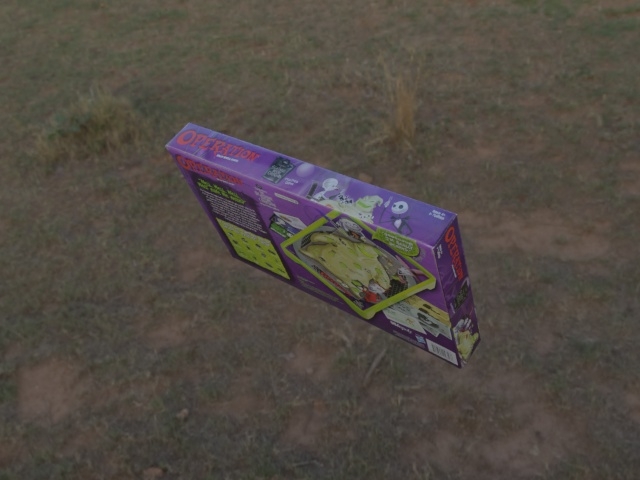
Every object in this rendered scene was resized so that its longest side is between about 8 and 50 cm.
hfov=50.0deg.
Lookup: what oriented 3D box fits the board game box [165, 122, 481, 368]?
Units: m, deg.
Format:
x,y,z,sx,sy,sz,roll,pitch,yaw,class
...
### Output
x,y,z,sx,sy,sz,roll,pitch,yaw,class
0.000,0.000,0.738,0.346,0.208,0.056,23,66,34,board game box
